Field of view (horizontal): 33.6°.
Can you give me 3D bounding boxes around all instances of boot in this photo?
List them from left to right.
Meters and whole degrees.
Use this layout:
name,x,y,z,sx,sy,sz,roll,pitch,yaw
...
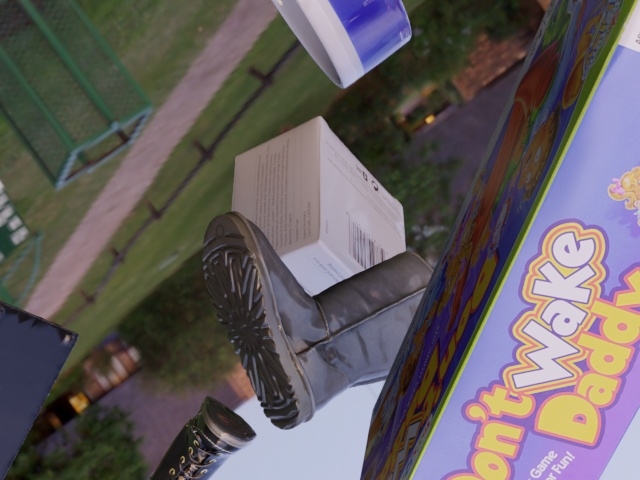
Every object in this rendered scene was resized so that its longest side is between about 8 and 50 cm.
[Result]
name,x,y,z,sx,sy,sz,roll,pitch,yaw
boot,-0.175,0.316,1.485,0.179,0.085,0.236,-55,-173,-6
boot,0.016,0.043,0.876,0.208,0.190,0.076,-23,-173,-38

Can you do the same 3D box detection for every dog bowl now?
name,x,y,z,sx,sy,sz,roll,pitch,yaw
dog bowl,-0.005,-0.320,1.271,0.104,0.265,0.265,-35,180,0

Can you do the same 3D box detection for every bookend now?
name,x,y,z,sx,sy,sz,roll,pitch,yaw
bookend,-0.277,0.107,0.814,0.157,0.072,0.156,23,-95,55

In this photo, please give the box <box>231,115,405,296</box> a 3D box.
name,x,y,z,sx,sy,sz,roll,pitch,yaw
box,0.000,0.000,1.145,0.119,0.181,0.182,-22,-134,25

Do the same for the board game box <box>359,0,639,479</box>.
name,x,y,z,sx,sy,sz,roll,pitch,yaw
board game box,0.112,0.022,0.552,0.233,0.078,0.347,-69,180,-68
